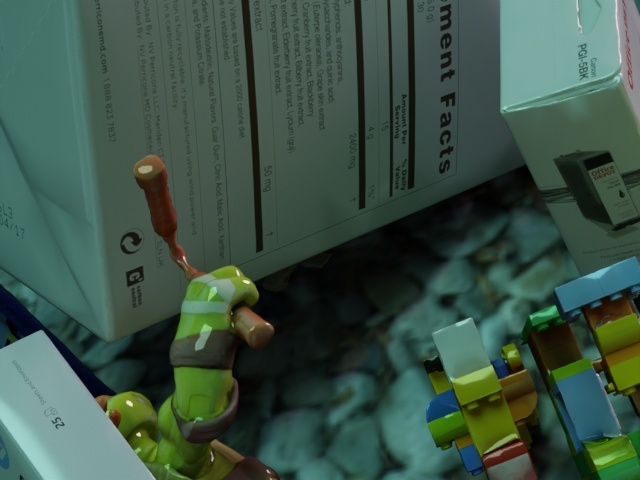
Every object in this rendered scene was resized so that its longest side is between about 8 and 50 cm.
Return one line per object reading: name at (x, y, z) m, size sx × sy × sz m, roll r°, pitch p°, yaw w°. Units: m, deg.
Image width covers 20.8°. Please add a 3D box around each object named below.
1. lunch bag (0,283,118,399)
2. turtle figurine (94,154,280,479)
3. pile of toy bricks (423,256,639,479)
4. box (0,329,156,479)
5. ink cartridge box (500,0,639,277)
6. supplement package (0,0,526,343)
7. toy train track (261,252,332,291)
lunch bag at (-0.268, 0.059, 0.815) m, size 0.221 × 0.293 × 0.138 m, roll -10°, pitch 46°, yaw 23°
turtle figurine at (-0.026, 0.109, 0.686) m, size 0.217 × 0.269 × 0.087 m, roll 30°, pitch 45°, yaw 20°
pile of toy bricks at (0.108, 0.079, 0.695) m, size 0.118 × 0.212 × 0.105 m, roll -22°, pitch 80°, yaw 2°
box at (-0.085, 0.145, 0.678) m, size 0.038 × 0.186 × 0.145 m, roll -26°, pitch 60°, yaw -28°
ink cartridge box at (0.129, -0.054, 0.806) m, size 0.056 × 0.135 × 0.099 m, roll -14°, pitch 44°, yaw 20°
supplement package at (-0.036, -0.106, 0.844) m, size 0.293 × 0.175 × 0.177 m, roll -23°, pitch 35°, yaw -33°
toy train track at (0.000, 0.000, 0.925) m, size 0.048 × 0.014 × 0.083 m, roll 11°, pitch 51°, yaw 46°
